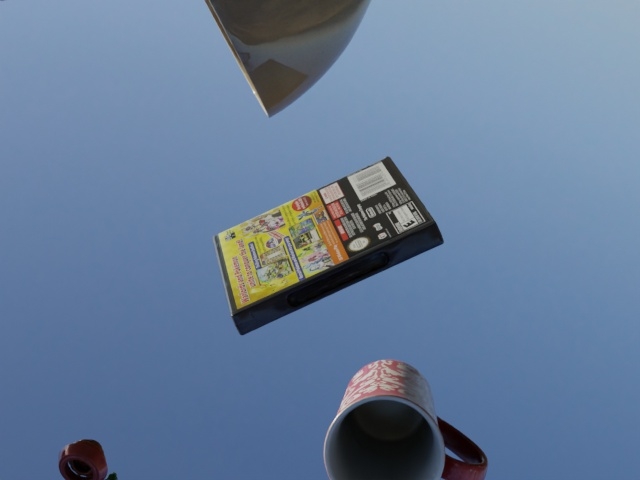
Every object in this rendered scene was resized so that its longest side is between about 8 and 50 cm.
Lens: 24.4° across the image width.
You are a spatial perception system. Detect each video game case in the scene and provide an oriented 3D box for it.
[{"bbox_3d":[0.000,0.000,1.749,0.275,0.248,0.035,-114,0,-69],"label":"video game case"}]

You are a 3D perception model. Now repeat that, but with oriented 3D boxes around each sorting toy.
[{"bbox_3d":[-0.222,0.226,1.402,0.061,0.102,0.042,24,-147,0],"label":"sorting toy"}]

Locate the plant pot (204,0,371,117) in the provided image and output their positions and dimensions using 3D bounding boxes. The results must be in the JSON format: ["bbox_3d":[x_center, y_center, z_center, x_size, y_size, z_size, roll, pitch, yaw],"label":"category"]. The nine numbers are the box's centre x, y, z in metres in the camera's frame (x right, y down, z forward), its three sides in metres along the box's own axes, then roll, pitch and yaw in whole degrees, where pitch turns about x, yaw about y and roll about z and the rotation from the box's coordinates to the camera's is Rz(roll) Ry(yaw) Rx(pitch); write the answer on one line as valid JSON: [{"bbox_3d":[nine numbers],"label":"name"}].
[{"bbox_3d":[-0.046,-0.316,1.781,0.284,0.191,0.284,62,179,2],"label":"plant pot"}]

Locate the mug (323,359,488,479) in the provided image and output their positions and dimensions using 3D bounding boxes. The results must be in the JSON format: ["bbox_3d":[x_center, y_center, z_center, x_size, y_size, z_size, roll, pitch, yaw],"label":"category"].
[{"bbox_3d":[0.077,0.195,1.447,0.150,0.113,0.169,46,-170,-5],"label":"mug"}]
